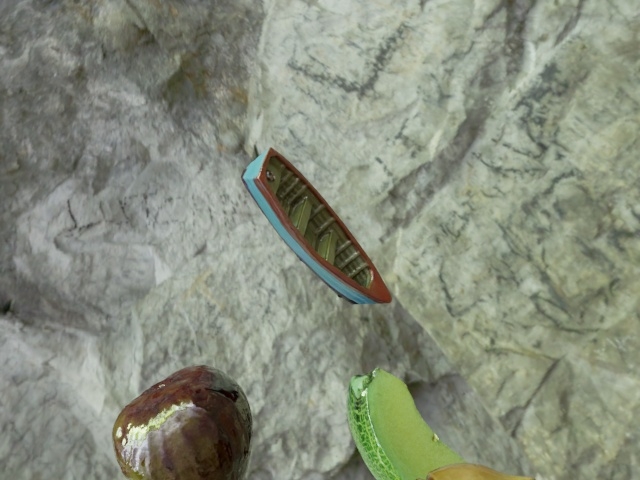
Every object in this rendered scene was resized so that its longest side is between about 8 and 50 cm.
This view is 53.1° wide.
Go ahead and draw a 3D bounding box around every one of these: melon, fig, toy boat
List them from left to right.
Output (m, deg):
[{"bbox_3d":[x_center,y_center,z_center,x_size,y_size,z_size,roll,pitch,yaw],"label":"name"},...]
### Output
[{"bbox_3d":[-0.182,0.363,0.988,0.217,0.217,0.320,-20,-81,-5],"label":"fig"},{"bbox_3d":[0.000,0.000,1.161,0.079,0.136,0.392,-19,-53,31],"label":"toy boat"},{"bbox_3d":[0.182,0.462,1.495,0.343,0.331,0.226,39,-82,-7],"label":"melon"}]

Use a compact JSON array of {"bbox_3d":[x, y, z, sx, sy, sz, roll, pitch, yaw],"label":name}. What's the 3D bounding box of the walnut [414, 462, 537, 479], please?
[{"bbox_3d":[0.166,0.403,0.820,0.298,0.203,0.203,-46,-60,0],"label":"walnut"}]
